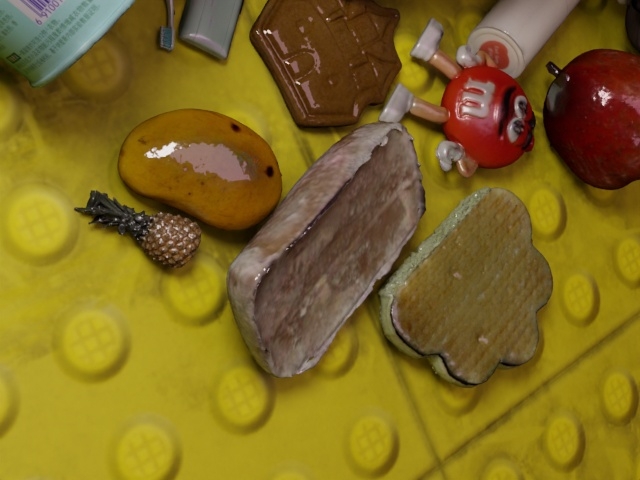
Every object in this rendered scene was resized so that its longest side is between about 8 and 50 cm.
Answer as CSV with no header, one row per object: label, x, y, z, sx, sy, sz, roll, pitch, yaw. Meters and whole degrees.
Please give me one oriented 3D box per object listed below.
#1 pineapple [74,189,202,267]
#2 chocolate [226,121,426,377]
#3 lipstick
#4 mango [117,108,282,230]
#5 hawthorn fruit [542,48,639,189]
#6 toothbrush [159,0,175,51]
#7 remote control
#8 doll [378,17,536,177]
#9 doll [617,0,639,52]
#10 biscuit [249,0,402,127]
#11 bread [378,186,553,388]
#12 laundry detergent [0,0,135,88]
pineapple,-0.183,-0.020,1.088,0.124,0.058,0.058,32,66,-22
chocolate,0.000,0.000,1.165,0.303,0.100,0.185,-52,150,-30
lipstick,0.317,-0.349,1.465,0.087,0.087,0.327,51,58,-17
mango,-0.121,-0.079,1.121,0.178,0.090,0.115,23,77,-21
hawthorn fruit,0.382,-0.173,1.441,0.202,0.185,0.185,36,63,-6
toothbrush,-0.169,-0.305,1.165,0.022,0.017,0.204,7,78,-53
remote control,-0.109,-0.285,1.194,0.065,0.029,0.166,23,70,-29
doll,0.192,-0.161,1.352,0.217,0.085,0.183,32,70,-20
doll,0.492,-0.353,1.527,0.257,0.117,0.182,48,61,-50
biscuit,0.023,-0.236,1.275,0.215,0.034,0.182,-36,103,-34
bread,0.193,0.073,1.329,0.286,0.056,0.207,-39,102,-33
laundry detergent,-0.280,-0.336,0.927,0.305,0.287,0.287,40,62,-23
